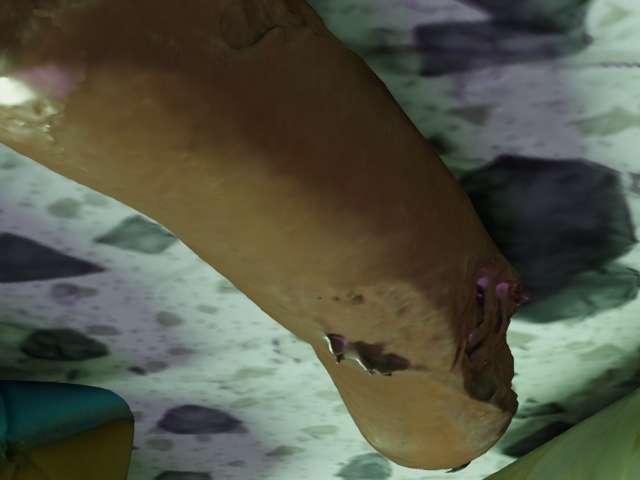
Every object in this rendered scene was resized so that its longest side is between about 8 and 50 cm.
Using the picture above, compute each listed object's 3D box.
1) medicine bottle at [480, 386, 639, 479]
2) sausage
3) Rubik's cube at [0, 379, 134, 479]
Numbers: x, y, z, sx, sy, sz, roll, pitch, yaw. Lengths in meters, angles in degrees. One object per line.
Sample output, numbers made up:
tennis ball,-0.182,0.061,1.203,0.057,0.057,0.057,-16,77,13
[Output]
medicine bottle,0.205,0.139,0.567,0.235,0.236,0.406,12,152,-21
sausage,0.002,-0.001,0.470,0.087,0.079,0.326,-21,149,15
Rubik's cube,-0.198,0.111,0.638,0.254,0.254,0.254,0,153,0
